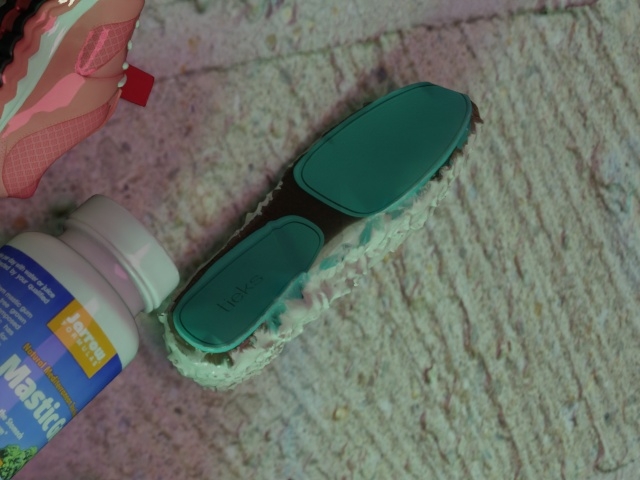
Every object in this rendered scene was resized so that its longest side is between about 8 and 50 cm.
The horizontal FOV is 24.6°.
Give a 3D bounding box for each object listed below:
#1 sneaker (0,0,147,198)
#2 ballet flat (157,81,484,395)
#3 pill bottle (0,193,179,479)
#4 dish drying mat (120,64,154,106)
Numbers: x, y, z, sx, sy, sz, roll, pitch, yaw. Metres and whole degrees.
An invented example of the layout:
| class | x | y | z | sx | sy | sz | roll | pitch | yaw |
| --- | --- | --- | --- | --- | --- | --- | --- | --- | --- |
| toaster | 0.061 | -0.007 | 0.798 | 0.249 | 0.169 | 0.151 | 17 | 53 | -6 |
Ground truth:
| class | x | y | z | sx | sy | sz | roll | pitch | yaw |
| --- | --- | --- | --- | --- | --- | --- | --- | --- | --- |
| sneaker | -0.215 | -0.170 | 1.277 | 0.314 | 0.116 | 0.136 | -51 | 136 | -8 |
| ballet flat | 0.000 | 0.000 | 1.478 | 0.409 | 0.147 | 0.147 | -42 | 123 | -19 |
| pill bottle | -0.254 | 0.089 | 1.266 | 0.272 | 0.152 | 0.152 | -45 | 124 | -20 |
| dish drying mat | -0.190 | -0.151 | 1.348 | 0.083 | 0.008 | 0.032 | 23 | 86 | -38 |
